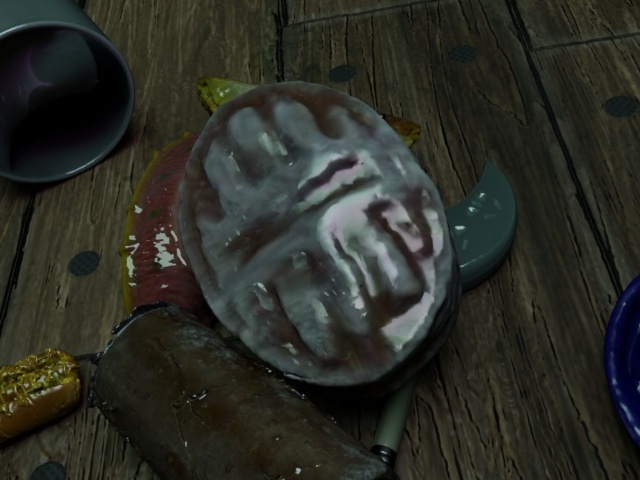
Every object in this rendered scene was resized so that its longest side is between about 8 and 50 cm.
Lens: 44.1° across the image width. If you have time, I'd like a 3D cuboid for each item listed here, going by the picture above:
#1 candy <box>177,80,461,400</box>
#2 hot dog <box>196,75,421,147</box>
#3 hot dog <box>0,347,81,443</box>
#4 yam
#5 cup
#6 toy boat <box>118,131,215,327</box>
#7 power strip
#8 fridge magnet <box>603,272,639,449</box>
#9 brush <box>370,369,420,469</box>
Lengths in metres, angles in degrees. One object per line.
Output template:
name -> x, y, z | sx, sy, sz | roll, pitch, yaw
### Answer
candy -> 0.000, 0.000, 0.689 | 0.214, 0.157, 0.289 | -32, 64, 4
hot dog -> -0.025, -0.118, 0.875 | 0.262, 0.093, 0.123 | 18, 18, 25
hot dog -> -0.300, 0.155, 0.739 | 0.165, 0.045, 0.071 | -23, 48, -7
yam -> -0.072, 0.156, 0.621 | 0.131, 0.131, 0.280 | -41, 45, -21
cup -> -0.381, -0.237, 0.981 | 0.206, 0.205, 0.312 | -30, 50, -13
toy boat -> -0.131, -0.018, 0.822 | 0.141, 0.099, 0.317 | 28, 50, -19
power strip -> 0.099, -0.002, 0.789 | 0.216, 0.044, 0.137 | -19, 50, -5
fridge magnet -> 0.358, 0.096, 0.607 | 0.266, 0.112, 0.265 | -8, 51, 10
brush -> 0.054, 0.165, 0.664 | 0.042, 0.039, 0.299 | 6, 51, 18
